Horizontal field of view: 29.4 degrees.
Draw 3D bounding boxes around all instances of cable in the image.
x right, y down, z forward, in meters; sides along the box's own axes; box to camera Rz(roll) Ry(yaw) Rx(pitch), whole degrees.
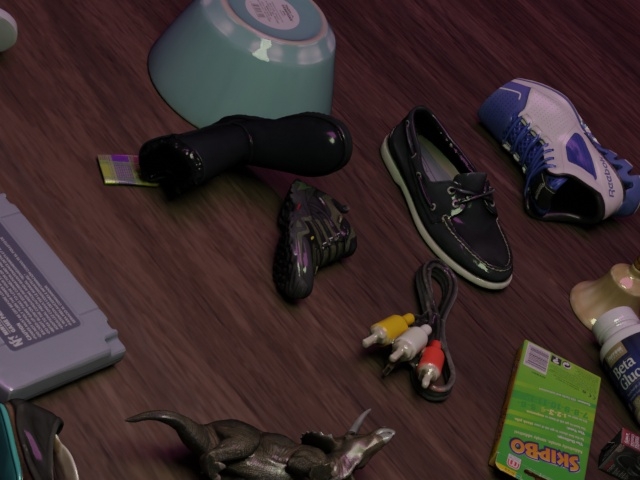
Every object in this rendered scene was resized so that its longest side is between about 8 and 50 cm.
[{"bbox_3d":[0.159,0.115,1.683,0.139,0.072,0.287,38,39,3],"label":"cable"}]

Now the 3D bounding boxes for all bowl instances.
[{"bbox_3d":[-0.100,-0.302,1.918,0.312,0.163,0.311,16,41,-14],"label":"bowl"}]

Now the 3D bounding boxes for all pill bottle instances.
[{"bbox_3d":[0.465,0.181,1.770,0.094,0.094,0.169,0,46,-31],"label":"pill bottle"}]

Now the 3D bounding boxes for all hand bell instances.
[{"bbox_3d":[0.490,0.031,1.832,0.126,0.242,0.126,17,41,-15],"label":"hand bell"}]

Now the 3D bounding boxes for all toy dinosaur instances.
[{"bbox_3d":[-0.069,0.255,1.379,0.314,0.121,0.160,7,7,-8],"label":"toy dinosaur"}]

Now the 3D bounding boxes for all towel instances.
[{"bbox_3d":[-0.270,-0.098,1.716,0.083,0.009,0.060,1,47,-29],"label":"towel"}]

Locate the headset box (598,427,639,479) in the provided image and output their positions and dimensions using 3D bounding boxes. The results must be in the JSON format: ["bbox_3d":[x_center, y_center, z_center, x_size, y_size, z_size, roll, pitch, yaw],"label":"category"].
[{"bbox_3d":[0.420,0.295,1.645,0.083,0.062,0.032,27,38,-3],"label":"headset box"}]

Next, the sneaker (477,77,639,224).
[{"bbox_3d":[0.385,-0.138,2.047,0.315,0.127,0.182,43,39,16],"label":"sneaker"}]

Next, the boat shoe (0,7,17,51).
[{"bbox_3d":[-0.567,-0.342,1.750,0.268,0.096,0.088,8,47,-10],"label":"boat shoe"}]

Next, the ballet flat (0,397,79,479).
[{"bbox_3d":[-0.283,0.277,1.237,0.096,0.095,0.280,18,38,-31],"label":"ballet flat"}]

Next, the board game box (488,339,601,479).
[{"bbox_3d":[0.306,0.249,1.651,0.124,0.039,0.259,27,36,0],"label":"board game box"}]

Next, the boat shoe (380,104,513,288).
[{"bbox_3d":[0.210,-0.078,1.890,0.127,0.113,0.340,0,46,-30],"label":"boat shoe"}]

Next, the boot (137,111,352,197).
[{"bbox_3d":[-0.107,-0.117,1.701,0.247,0.094,0.207,9,23,33],"label":"boot"}]

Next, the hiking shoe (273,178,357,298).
[{"bbox_3d":[0.000,0.000,1.704,0.114,0.086,0.227,15,40,-10],"label":"hiking shoe"}]

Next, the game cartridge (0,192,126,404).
[{"bbox_3d":[-0.390,0.064,1.436,0.196,0.060,0.294,-18,57,-46],"label":"game cartridge"}]
